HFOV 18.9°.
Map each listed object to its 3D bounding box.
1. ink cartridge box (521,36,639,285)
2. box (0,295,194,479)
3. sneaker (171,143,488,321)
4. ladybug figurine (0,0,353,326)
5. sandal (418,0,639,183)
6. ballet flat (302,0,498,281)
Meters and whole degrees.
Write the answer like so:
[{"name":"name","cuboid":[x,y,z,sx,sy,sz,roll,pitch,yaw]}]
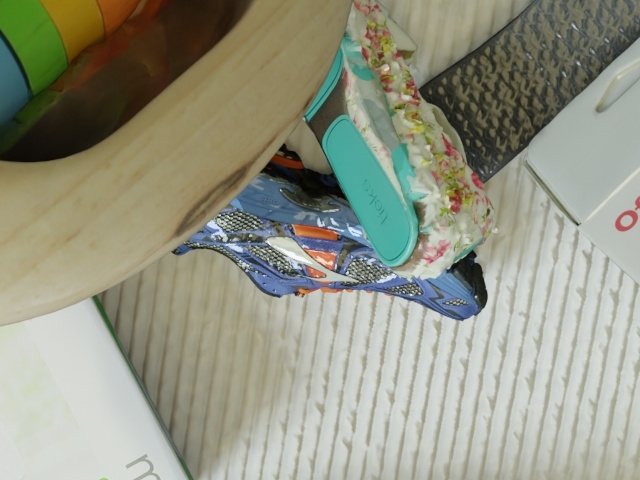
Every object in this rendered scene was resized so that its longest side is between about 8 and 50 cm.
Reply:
[{"name":"ink cartridge box","cuboid":[0.247,-0.026,1.143,0.154,0.093,0.212,-44,123,9]},{"name":"box","cuboid":[-0.226,0.107,1.169,0.231,0.127,0.262,-27,97,-7]},{"name":"sneaker","cuboid":[0.000,0.000,1.203,0.221,0.083,0.087,23,115,0]},{"name":"ladybug figurine","cuboid":[-0.171,-0.113,1.037,0.305,0.162,0.449,49,59,0]},{"name":"sandal","cuboid":[0.152,-0.114,1.190,0.254,0.054,0.097,-27,94,15]},{"name":"ballet flat","cuboid":[0.033,-0.084,1.156,0.077,0.091,0.241,-10,67,-35]}]
